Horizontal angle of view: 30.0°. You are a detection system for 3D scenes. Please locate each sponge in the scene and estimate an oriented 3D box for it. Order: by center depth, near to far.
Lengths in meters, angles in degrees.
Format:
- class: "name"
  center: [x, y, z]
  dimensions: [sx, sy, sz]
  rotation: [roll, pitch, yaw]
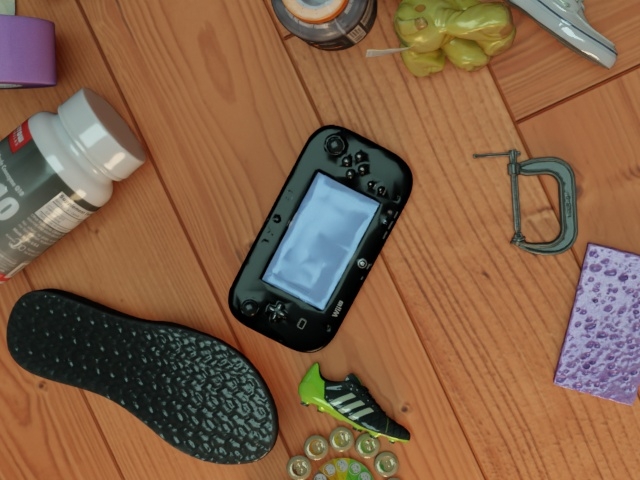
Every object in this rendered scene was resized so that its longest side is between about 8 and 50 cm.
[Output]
- class: "sponge"
  center: [0.410, 0.117, 1.684]
  dimensions: [0.117, 0.031, 0.210]
  rotation: [14, 97, 5]

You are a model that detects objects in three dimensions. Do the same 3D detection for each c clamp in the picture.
- class: "c clamp"
  center: [0.295, -0.055, 1.689]
  dimensions: [0.137, 0.022, 0.161]
  rotation: [-10, 92, 2]

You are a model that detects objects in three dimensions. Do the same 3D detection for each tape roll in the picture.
- class: "tape roll"
  center: [-0.502, -0.255, 1.631]
  dimensions: [0.274, 0.275, 0.090]
  rotation: [-1, 95, 7]

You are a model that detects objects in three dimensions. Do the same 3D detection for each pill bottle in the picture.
- class: "pill bottle"
  center: [0.005, -0.324, 1.583]
  dimensions: [0.130, 0.245, 0.130]
  rotation: [1, 95, 7]
- class: "pill bottle"
  center: [-0.400, -0.080, 1.693]
  dimensions: [0.283, 0.161, 0.161]
  rotation: [-37, 90, 8]

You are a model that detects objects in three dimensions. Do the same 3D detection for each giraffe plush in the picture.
- class: "giraffe plush"
  center: [0.150, -0.332, 1.610]
  dimensions: [0.210, 0.181, 0.171]
  rotation: [-1, 74, -22]

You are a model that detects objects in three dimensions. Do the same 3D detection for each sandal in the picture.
- class: "sandal"
  center: [-0.246, 0.180, 1.740]
  dimensions: [0.445, 0.107, 0.168]
  rotation: [23, 98, 17]

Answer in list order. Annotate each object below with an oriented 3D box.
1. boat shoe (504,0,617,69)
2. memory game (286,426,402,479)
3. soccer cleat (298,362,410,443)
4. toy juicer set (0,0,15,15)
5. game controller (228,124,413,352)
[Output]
- class: "boat shoe"
  center: [0.323, -0.325, 1.628]
  dimensions: [0.226, 0.083, 0.076]
  rotation: [36, 99, 3]
- class: "memory game"
  center: [0.034, 0.363, 1.726]
  dimensions: [0.186, 0.012, 0.186]
  rotation: [1, 80, -8]
- class: "soccer cleat"
  center: [0.055, 0.236, 1.723]
  dimensions: [0.179, 0.060, 0.072]
  rotation: [25, 85, 4]
- class: "toy juicer set"
  center: [-0.361, -0.457, 1.692]
  dimensions: [0.329, 0.089, 0.209]
  rotation: [-20, 93, 8]
- class: "game controller"
  center: [0.000, 0.000, 1.703]
  dimensions: [0.166, 0.067, 0.319]
  rotation: [28, 98, 3]
